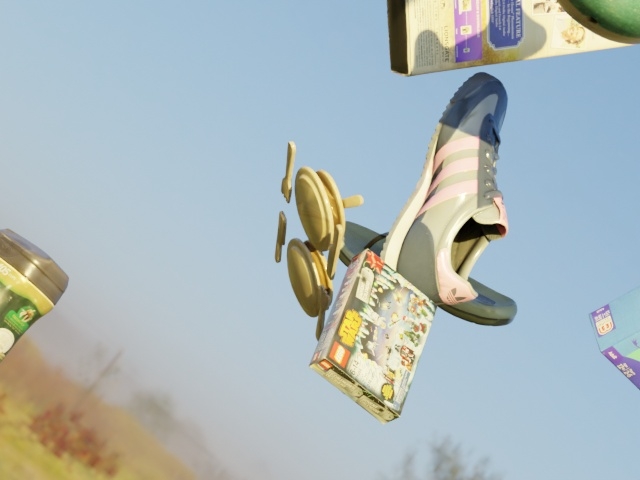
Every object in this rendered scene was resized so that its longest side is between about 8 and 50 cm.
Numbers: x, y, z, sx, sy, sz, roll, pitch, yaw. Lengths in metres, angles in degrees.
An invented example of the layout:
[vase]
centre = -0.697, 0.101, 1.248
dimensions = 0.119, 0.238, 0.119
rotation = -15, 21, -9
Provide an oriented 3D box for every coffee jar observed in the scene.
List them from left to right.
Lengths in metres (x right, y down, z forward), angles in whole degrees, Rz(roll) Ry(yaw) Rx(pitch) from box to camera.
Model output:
[coffee jar]
centre = -0.345, 0.078, 1.444
dimensions = 0.096, 0.184, 0.079
rotation = 30, -16, 33

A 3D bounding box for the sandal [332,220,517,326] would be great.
[sandal]
centre = 0.156, 0.032, 2.092
dimensions = 0.302, 0.086, 0.120
rotation = 23, 25, 17

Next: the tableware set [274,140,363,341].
[tableware set]
centre = 0.000, 0.000, 1.458
dimensions = 0.194, 0.039, 0.128
rotation = 99, -31, -50

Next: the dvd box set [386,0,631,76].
[dvd box set]
centre = 0.285, -0.404, 1.962
dimensions = 0.062, 0.420, 0.308
rotation = -152, -125, -62

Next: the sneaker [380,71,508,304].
[sneaker]
centre = 0.191, -0.060, 1.768
dimensions = 0.131, 0.319, 0.112
rotation = 13, -18, 33

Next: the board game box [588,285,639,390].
[board game box]
centre = 0.341, 0.062, 1.108
dimensions = 0.160, 0.210, 0.047
rotation = 40, 27, -33

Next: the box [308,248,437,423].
[box]
centre = 0.051, 0.087, 1.305
dimensions = 0.094, 0.137, 0.027
rotation = 38, -42, -18

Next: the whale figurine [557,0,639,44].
[whale figurine]
centre = 0.346, -0.333, 1.446
dimensions = 0.216, 0.272, 0.141
rotation = 35, -15, -1
